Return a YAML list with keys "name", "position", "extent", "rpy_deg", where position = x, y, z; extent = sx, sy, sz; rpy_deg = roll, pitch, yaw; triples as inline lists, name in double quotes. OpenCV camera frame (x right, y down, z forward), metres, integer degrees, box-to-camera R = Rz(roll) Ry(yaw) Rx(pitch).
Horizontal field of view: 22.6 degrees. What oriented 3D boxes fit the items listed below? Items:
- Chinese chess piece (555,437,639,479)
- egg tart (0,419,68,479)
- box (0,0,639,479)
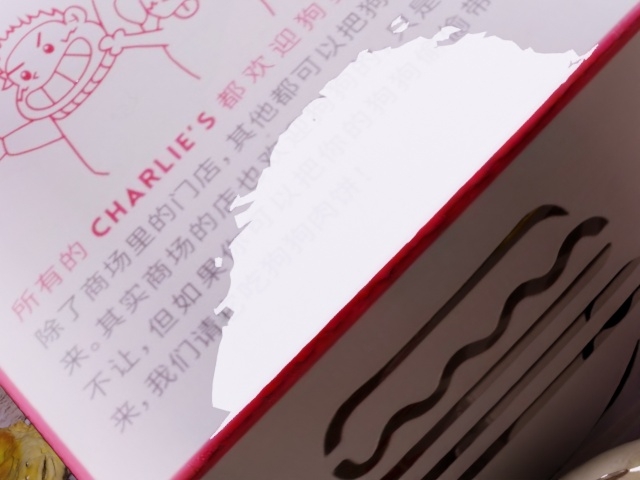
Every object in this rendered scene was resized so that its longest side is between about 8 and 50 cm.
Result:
- name: "Chinese chess piece"
  position: [0.176, 0.207, 0.676]
  extent: [0.257, 0.257, 0.104]
  rpy_deg: [-28, -13, 11]
- name: "egg tart"
  position: [-0.286, 0.249, 1.277]
  extent: [0.241, 0.106, 0.241]
  rpy_deg: [-29, 25, 15]
- name: "box"
  position: [0.000, 0.000, 0.788]
  extent: [0.314, 0.300, 0.312]
  rpy_deg: [-45, 54, -5]
